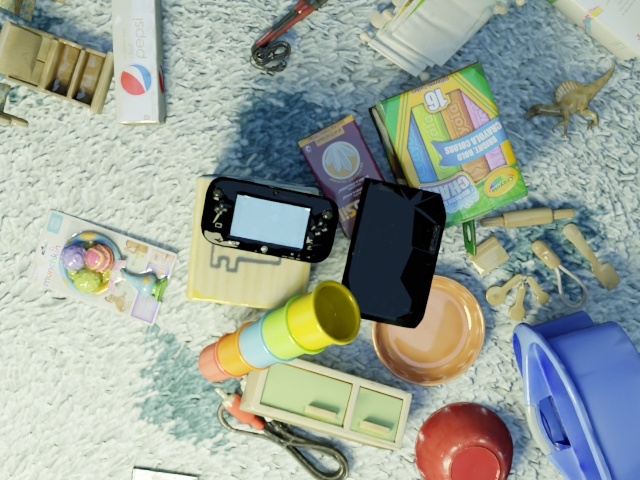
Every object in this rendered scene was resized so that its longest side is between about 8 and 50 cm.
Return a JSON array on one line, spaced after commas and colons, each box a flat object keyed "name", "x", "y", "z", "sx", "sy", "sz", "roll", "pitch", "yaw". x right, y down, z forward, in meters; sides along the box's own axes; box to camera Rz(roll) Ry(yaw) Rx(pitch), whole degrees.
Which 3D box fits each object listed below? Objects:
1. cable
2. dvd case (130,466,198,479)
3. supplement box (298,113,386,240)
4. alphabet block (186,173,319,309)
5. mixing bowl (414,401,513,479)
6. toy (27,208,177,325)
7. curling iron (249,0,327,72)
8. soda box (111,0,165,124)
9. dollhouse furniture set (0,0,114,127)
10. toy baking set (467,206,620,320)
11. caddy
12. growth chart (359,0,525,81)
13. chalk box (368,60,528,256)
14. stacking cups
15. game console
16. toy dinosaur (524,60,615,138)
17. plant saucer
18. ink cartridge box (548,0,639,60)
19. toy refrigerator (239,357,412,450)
[{"name": "cable", "x": -0.073, "y": 0.340, "z": 1.391, "sx": 0.139, "sy": 0.072, "sz": 0.287, "roll": -39, "pitch": 93, "yaw": -5}, {"name": "dvd case", "x": -0.286, "y": 0.459, "z": 1.432, "sx": 0.119, "sy": 0.013, "sz": 0.087, "roll": 9, "pitch": 95, "yaw": -1}, {"name": "supplement box", "x": 0.048, "y": -0.107, "z": 1.349, "sx": 0.104, "sy": 0.081, "sz": 0.188, "roll": -28, "pitch": 96, "yaw": 1}, {"name": "alphabet block", "x": -0.107, "y": -0.002, "z": 1.303, "sx": 0.193, "sy": 0.192, "sz": 0.197, "roll": 6, "pitch": 96, "yaw": 0}, {"name": "mixing bowl", "x": 0.261, "y": 0.388, "z": 1.394, "sx": 0.181, "sy": 0.098, "sz": 0.181, "roll": 0, "pitch": 96, "yaw": -1}, {"name": "toy", "x": -0.383, "y": 0.049, "z": 1.369, "sx": 0.237, "sy": 0.056, "sz": 0.137, "roll": 19, "pitch": 94, "yaw": -3}, {"name": "curling iron", "x": -0.013, "y": -0.387, "z": 1.344, "sx": 0.274, "sy": 0.035, "sz": 0.068, "roll": -45, "pitch": 99, "yaw": 4}, {"name": "soda box", "x": -0.304, "y": -0.302, "z": 1.330, "sx": 0.074, "sy": 0.069, "sz": 0.216, "roll": -1, "pitch": 96, "yaw": -1}, {"name": "dollhouse furniture set", "x": -0.435, "y": -0.281, "z": 1.242, "sx": 0.161, "sy": 0.242, "sz": 0.212, "roll": 19, "pitch": 95, "yaw": -3}, {"name": "toy baking set", "x": 0.390, "y": 0.035, "z": 1.398, "sx": 0.256, "sy": 0.030, "sz": 0.196, "roll": -11, "pitch": 100, "yaw": 2}, {"name": "caddy", "x": 0.430, "y": 0.281, "z": 1.318, "sx": 0.179, "sy": 0.241, "sz": 0.341, "roll": -23, "pitch": 95, "yaw": -5}, {"name": "growth chart", "x": 0.196, "y": -0.376, "z": 1.325, "sx": 0.237, "sy": 0.021, "sz": 0.172, "roll": -41, "pitch": 69, "yaw": -2}, {"name": "chalk box", "x": 0.216, "y": -0.119, "z": 1.304, "sx": 0.179, "sy": 0.180, "sz": 0.289, "roll": -22, "pitch": 97, "yaw": 1}, {"name": "stacking cups", "x": -0.082, "y": 0.147, "z": 1.216, "sx": 0.316, "sy": 0.096, "sz": 0.096, "roll": -24, "pitch": 97, "yaw": 42}, {"name": "game console", "x": 0.000, "y": 0.000, "z": 1.192, "sx": 0.361, "sy": 0.044, "sz": 0.213, "roll": 11, "pitch": 94, "yaw": -5}, {"name": "toy dinosaur", "x": 0.447, "y": -0.236, "z": 1.359, "sx": 0.183, "sy": 0.053, "sz": 0.092, "roll": -27, "pitch": 94, "yaw": 2}, {"name": "plant saucer", "x": 0.188, "y": 0.156, "z": 1.400, "sx": 0.200, "sy": 0.037, "sz": 0.200, "roll": 0, "pitch": 95, "yaw": 0}, {"name": "ink cartridge box", "x": 0.487, "y": -0.427, "z": 1.321, "sx": 0.212, "sy": 0.093, "sz": 0.154, "roll": 36, "pitch": 95, "yaw": -3}, {"name": "toy refrigerator", "x": 0.011, "y": 0.272, "z": 1.339, "sx": 0.269, "sy": 0.094, "sz": 0.102, "roll": 20, "pitch": 72, "yaw": -15}]
